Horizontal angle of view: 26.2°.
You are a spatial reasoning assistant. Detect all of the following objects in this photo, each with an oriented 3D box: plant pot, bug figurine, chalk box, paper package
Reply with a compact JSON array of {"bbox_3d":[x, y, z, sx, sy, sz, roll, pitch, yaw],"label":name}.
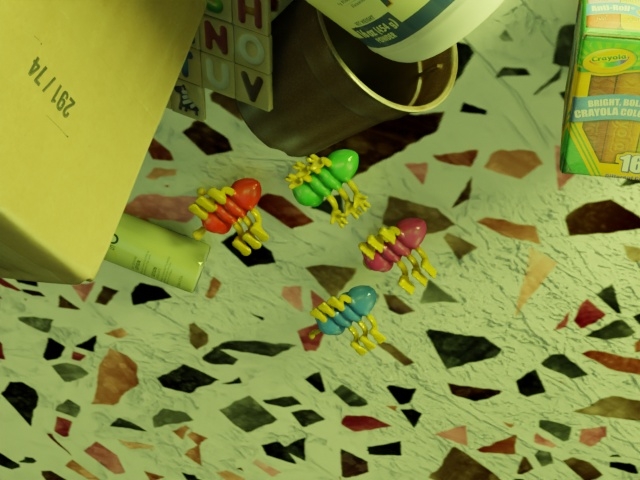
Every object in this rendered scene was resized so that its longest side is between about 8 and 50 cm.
[{"bbox_3d":[0.011,-0.166,1.283,0.167,0.167,0.165,36,141,-24],"label":"plant pot"},{"bbox_3d":[0.000,0.000,1.523,0.216,0.072,0.279,-32,118,31],"label":"bug figurine"},{"bbox_3d":[0.290,-0.171,1.214,0.132,0.132,0.213,6,138,8],"label":"chalk box"},{"bbox_3d":[-0.268,-0.170,1.090,0.168,0.310,0.325,8,158,31],"label":"paper package"}]

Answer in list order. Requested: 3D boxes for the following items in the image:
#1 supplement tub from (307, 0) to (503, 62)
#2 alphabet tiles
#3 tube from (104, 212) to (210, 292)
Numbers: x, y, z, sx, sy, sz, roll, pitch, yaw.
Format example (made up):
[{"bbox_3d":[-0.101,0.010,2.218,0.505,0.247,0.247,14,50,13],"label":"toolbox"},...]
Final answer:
[{"bbox_3d":[0.008,-0.315,1.051,0.324,0.235,0.235,33,135,-21],"label":"supplement tub"},{"bbox_3d":[-0.142,-0.205,1.270,0.237,0.009,0.198,23,133,26],"label":"alphabet tiles"},{"bbox_3d":[-0.249,-0.007,1.593,0.240,0.062,0.070,22,98,-2],"label":"tube"}]
